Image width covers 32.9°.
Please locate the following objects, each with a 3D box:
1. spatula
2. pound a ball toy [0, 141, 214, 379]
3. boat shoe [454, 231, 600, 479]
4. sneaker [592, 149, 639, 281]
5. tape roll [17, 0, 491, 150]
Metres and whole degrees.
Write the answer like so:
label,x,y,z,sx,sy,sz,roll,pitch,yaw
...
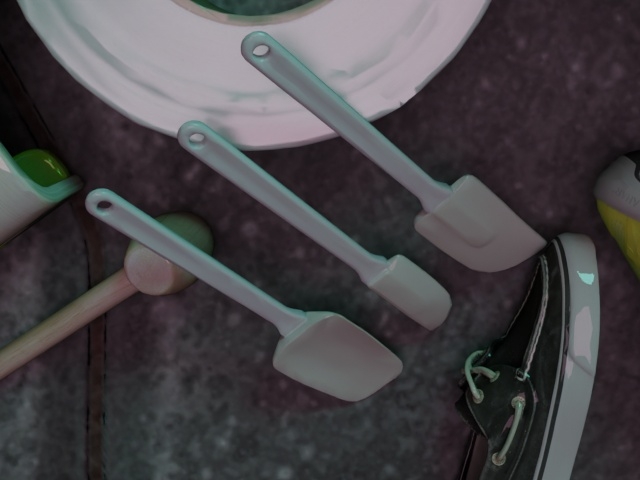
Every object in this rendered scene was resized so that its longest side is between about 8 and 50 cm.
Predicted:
label,x,y,z,sx,sy,sz,roll,pitch,yaw
spatula,0.000,0.000,0.608,0.168,0.019,0.242,-40,129,20
pound a ball toy,-0.249,0.020,0.632,0.319,0.136,0.208,-33,96,9
boat shoe,0.118,0.100,0.656,0.070,0.078,0.219,9,102,0
sneaker,0.275,0.114,0.618,0.147,0.145,0.385,-40,94,8
tape roll,-0.034,-0.195,0.601,0.286,0.100,0.286,1,101,3
